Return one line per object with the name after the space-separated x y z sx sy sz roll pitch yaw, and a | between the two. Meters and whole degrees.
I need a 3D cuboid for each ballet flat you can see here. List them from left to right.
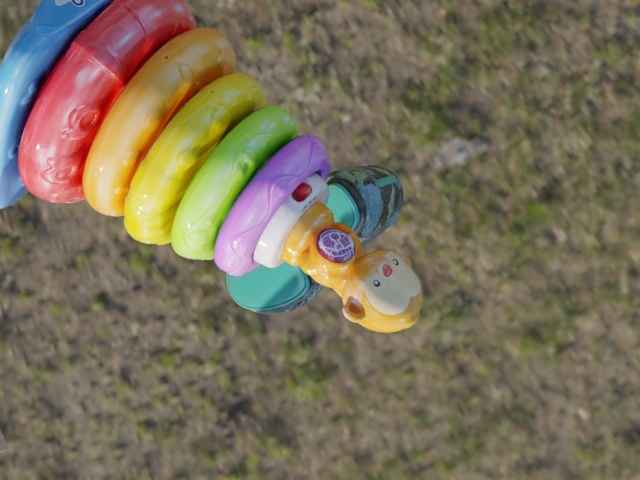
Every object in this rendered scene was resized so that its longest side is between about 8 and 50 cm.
0.000 0.000 1.212 0.070 0.070 0.188 12 153 -29 | ballet flat

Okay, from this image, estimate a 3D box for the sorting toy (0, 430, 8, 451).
-0.402 0.180 1.217 0.255 0.089 0.257 -25 176 14 | sorting toy

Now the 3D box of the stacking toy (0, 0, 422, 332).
-0.059 -0.038 1.076 0.175 0.302 0.166 -44 164 -40 | stacking toy
